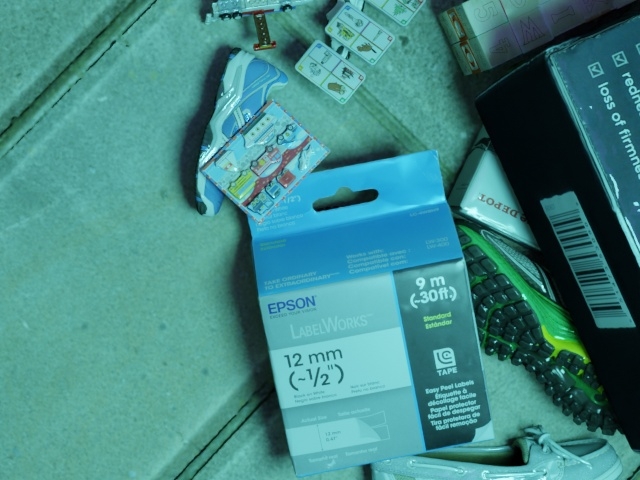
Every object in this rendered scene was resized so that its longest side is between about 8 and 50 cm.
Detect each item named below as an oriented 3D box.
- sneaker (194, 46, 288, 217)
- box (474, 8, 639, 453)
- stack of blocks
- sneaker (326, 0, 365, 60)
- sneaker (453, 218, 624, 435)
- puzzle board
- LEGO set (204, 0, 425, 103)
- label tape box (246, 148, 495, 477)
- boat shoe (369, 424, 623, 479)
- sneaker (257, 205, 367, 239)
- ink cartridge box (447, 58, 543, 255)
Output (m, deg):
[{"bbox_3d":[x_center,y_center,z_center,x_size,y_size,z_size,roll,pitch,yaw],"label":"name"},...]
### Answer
[{"bbox_3d":[-0.102,-0.127,1.706,0.081,0.080,0.211,17,90,-6],"label":"sneaker"},{"bbox_3d":[0.506,-0.061,1.574,0.472,0.297,0.480,-24,90,-10],"label":"box"},{"bbox_3d":[0.301,-0.305,1.719,0.297,0.171,0.087,-26,95,-6],"label":"stack of blocks"},{"bbox_3d":[0.024,-0.263,1.747,0.044,0.040,0.109,15,83,1],"label":"sneaker"},{"bbox_3d":[0.282,0.093,1.767,0.343,0.134,0.146,41,49,-1],"label":"sneaker"},{"bbox_3d":[-0.065,-0.095,1.667,0.096,0.011,0.128,43,76,3],"label":"puzzle board"},{"bbox_3d":[-0.021,-0.296,1.721,0.244,0.060,0.182,36,73,3],"label":"LEGO set"},{"bbox_3d":[0.056,0.088,1.675,0.249,0.115,0.347,-11,105,2],"label":"label tape box"},{"bbox_3d":[0.221,0.286,1.751,0.320,0.118,0.103,-8,97,-2],"label":"boat shoe"},{"bbox_3d":[0.000,0.000,1.743,0.162,0.063,0.073,-8,102,0],"label":"sneaker"},{"bbox_3d":[0.271,-0.100,1.761,0.153,0.087,0.208,27,87,-9],"label":"ink cartridge box"}]
